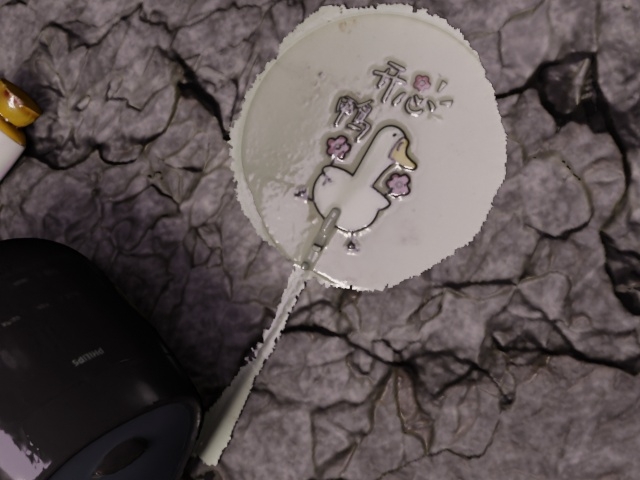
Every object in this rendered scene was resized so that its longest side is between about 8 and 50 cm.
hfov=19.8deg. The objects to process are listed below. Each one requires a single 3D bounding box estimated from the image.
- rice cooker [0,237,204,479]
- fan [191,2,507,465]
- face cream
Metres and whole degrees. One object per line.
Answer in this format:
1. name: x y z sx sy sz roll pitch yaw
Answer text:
1. rice cooker: -0.240 0.139 1.423 0.224 0.267 0.267 40 96 21
2. fan: 0.000 0.000 1.493 0.233 0.012 0.415 27 92 18
3. face cream: -0.314 -0.058 1.576 0.182 0.051 0.072 -47 70 7
